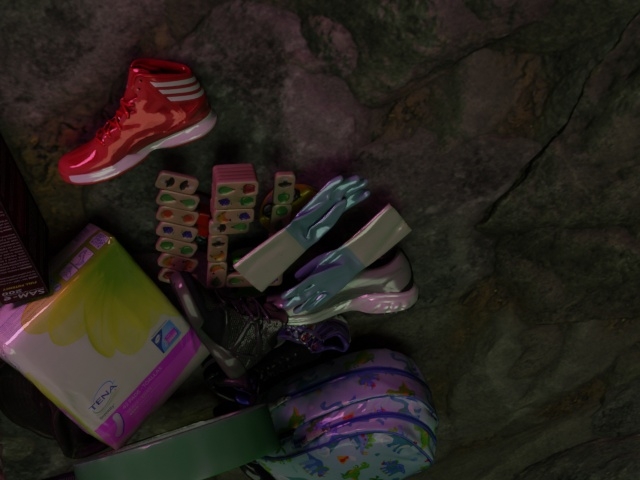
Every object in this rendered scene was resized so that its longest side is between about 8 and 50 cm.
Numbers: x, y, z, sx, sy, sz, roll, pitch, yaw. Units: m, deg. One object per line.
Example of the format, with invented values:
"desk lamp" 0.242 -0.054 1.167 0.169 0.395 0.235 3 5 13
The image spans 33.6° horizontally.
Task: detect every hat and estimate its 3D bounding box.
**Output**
"hat" -0.383 0.274 1.757 0.331 0.134 0.331 -9 138 -8

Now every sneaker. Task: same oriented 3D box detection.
"sneaker" 0.018 0.069 1.698 0.272 0.100 0.108 -10 112 0
"sneaker" -0.256 -0.166 1.379 0.221 0.087 0.128 -26 129 -6
"sneaker" -0.135 0.104 1.597 0.130 0.087 0.227 -35 128 -2
"sneaker" -0.023 0.153 1.777 0.170 0.071 0.068 8 133 -23
"sneaker" -0.094 0.225 1.795 0.217 0.121 0.079 -1 137 -15

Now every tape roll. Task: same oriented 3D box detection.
"tape roll" -0.228 0.342 1.688 0.321 0.077 0.321 -18 175 -2

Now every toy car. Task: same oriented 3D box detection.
"toy car" -0.115 0.000 1.602 0.239 0.053 0.225 -7 138 -8

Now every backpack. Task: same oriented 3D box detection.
"backpack" 0.038 0.339 1.889 0.356 0.273 0.290 -35 128 3

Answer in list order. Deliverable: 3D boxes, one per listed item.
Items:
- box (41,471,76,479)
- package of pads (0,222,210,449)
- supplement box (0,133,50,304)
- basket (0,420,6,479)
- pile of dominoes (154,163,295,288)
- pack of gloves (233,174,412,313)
"box" -0.450 0.522 2.019 0.207 0.108 0.153 -15 137 1
"package of pads" -0.328 0.150 1.578 0.229 0.101 0.296 -46 131 -15
"supplement box" -0.432 -0.041 1.410 0.073 0.130 0.239 -14 137 -1
"basket" -0.652 0.333 1.589 0.267 0.328 0.331 -20 138 -4
"pile of dominoes" -0.138 -0.004 1.521 0.196 0.040 0.251 -4 136 -12
"pack of gloves" 0.000 0.000 1.586 0.232 0.046 0.195 -40 137 4
